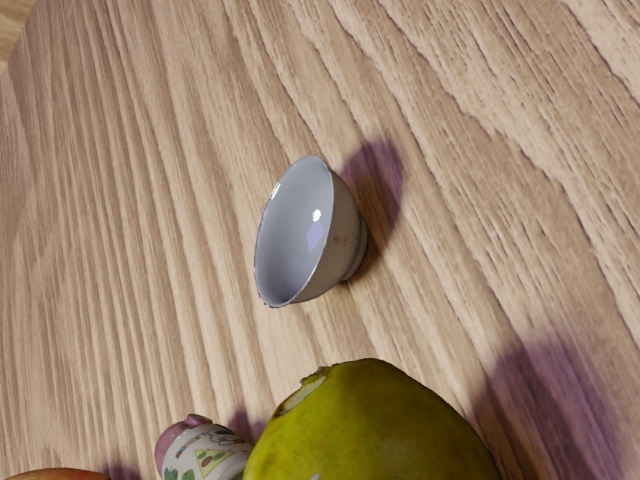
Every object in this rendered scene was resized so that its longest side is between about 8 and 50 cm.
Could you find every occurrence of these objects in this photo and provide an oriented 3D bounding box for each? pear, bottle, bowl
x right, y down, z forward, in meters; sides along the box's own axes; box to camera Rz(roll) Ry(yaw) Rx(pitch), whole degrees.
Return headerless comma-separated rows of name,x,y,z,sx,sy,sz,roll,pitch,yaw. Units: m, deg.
pear,0.051,0.265,1.271,0.269,0.269,0.321,-41,60,47
bottle,-0.131,0.290,1.727,0.253,0.120,0.120,21,95,62
bowl,0.000,0.000,1.672,0.189,0.086,0.189,-41,40,48

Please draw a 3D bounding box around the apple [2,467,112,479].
apple,-0.425,0.468,2.013,0.252,0.314,0.309,61,-179,5
